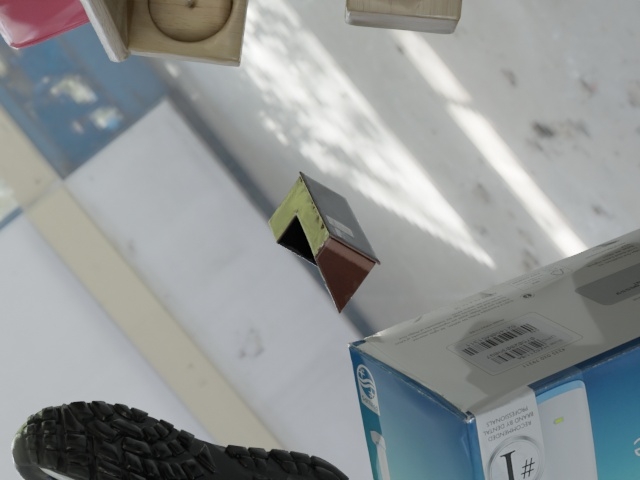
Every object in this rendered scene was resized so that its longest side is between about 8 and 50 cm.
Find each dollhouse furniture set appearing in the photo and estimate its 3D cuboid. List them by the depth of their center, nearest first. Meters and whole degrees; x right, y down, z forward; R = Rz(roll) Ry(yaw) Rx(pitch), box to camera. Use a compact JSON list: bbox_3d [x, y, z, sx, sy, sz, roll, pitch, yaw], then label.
[{"bbox_3d":[-0.010,-0.149,0.570,0.151,0.144,0.123,6,173,0],"label":"dollhouse furniture set"}]

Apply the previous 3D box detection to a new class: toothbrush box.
[{"bbox_3d":[0.158,0.170,0.799,0.126,0.216,0.295,30,134,58],"label":"toothbrush box"}]

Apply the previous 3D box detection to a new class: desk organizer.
[{"bbox_3d":[0.000,0.000,1.069,0.047,0.050,0.130,30,-166,-21],"label":"desk organizer"}]

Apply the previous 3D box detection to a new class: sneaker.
[{"bbox_3d":[-0.109,0.216,1.054,0.283,0.124,0.107,20,-155,-26],"label":"sneaker"}]

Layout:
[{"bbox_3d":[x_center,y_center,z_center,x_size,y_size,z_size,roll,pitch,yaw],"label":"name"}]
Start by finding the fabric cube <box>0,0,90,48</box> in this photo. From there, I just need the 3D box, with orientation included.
[{"bbox_3d":[-0.251,-0.374,1.327,0.258,0.259,0.254,89,156,-78],"label":"fabric cube"}]
